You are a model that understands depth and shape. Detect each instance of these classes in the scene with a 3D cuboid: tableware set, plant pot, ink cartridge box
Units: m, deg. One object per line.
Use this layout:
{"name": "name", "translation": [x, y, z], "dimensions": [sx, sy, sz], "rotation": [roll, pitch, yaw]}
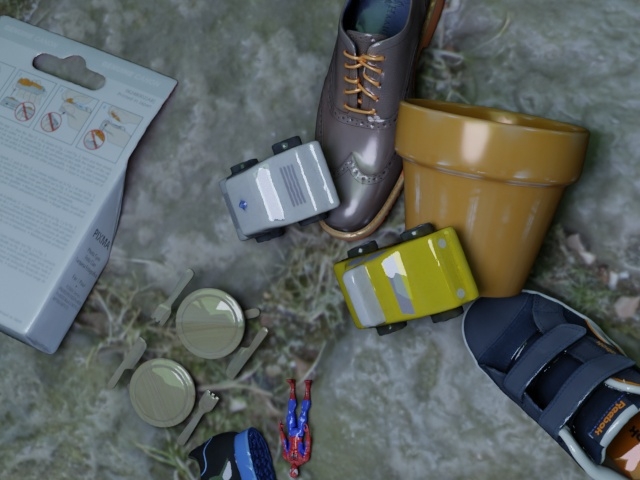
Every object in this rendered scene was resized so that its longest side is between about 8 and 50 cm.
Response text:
{"name": "tableware set", "translation": [-0.161, 0.142, 1.395], "dimensions": [0.128, 0.039, 0.194], "rotation": [38, 101, 8]}
{"name": "plant pot", "translation": [0.172, -0.045, 1.234], "dimensions": [0.205, 0.205, 0.187], "rotation": [13, 102, 20]}
{"name": "ink cartridge box", "translation": [-0.392, -0.083, 1.500], "dimensions": [0.308, 0.091, 0.385], "rotation": [22, 73, 21]}

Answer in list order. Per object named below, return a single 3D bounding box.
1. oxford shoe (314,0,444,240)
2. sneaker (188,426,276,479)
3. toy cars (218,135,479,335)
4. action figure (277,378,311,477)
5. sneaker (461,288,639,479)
{"name": "oxford shoe", "translation": [0.048, -0.182, 1.316], "dimensions": [0.130, 0.133, 0.363], "rotation": [9, 86, 19]}
{"name": "sneaker", "translation": [-0.092, 0.339, 1.325], "dimensions": [0.091, 0.081, 0.232], "rotation": [-19, 70, 18]}
{"name": "toy cars", "translation": [0.000, 0.000, 1.251], "dimensions": [0.394, 0.087, 0.176], "rotation": [35, 131, 36]}
{"name": "action figure", "translation": [-0.029, 0.222, 1.344], "dimensions": [0.038, 0.030, 0.115], "rotation": [0, 85, 14]}
{"name": "sneaker", "translation": [0.277, 0.157, 1.198], "dimensions": [0.321, 0.127, 0.126], "rotation": [38, 97, 21]}
